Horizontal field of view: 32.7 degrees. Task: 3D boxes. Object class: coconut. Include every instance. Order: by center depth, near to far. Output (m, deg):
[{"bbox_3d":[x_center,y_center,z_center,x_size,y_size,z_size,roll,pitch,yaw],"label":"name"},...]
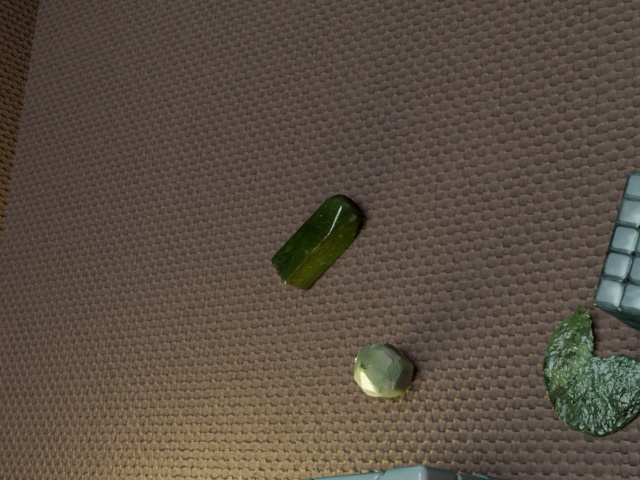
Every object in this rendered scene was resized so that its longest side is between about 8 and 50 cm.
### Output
[{"bbox_3d":[0.116,0.252,2.135,0.110,0.124,0.110,-12,70,36],"label":"coconut"}]

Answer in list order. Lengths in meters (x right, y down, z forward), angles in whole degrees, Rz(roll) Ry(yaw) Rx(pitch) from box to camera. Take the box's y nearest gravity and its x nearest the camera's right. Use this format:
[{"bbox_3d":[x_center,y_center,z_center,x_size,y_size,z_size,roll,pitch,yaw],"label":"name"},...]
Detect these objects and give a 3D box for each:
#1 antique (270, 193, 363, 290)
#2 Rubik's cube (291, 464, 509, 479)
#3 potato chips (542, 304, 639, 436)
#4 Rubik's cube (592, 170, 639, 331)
[{"bbox_3d":[0.000,0.000,2.349,0.221,0.081,0.080,-47,52,18],"label":"antique"},{"bbox_3d":[0.139,0.571,1.882,0.322,0.316,0.318,-16,66,37],"label":"Rubik's cube"},{"bbox_3d":[0.476,0.228,1.909,0.202,0.029,0.220,-46,53,22],"label":"potato chips"},{"bbox_3d":[0.605,0.041,1.727,0.237,0.237,0.238,11,82,43],"label":"Rubik's cube"}]
